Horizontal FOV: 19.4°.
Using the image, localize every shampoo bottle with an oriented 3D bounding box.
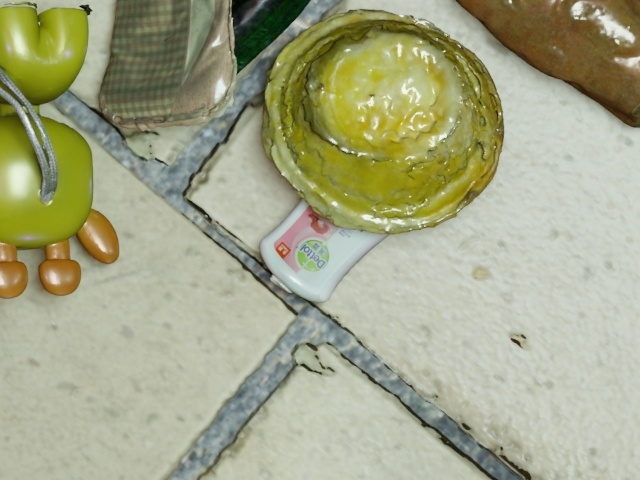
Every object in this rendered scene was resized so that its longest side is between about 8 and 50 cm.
[{"bbox_3d":[0.000,0.000,1.449,0.072,0.043,0.099,43,95,6],"label":"shampoo bottle"}]

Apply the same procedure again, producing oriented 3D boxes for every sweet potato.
[{"bbox_3d":[0.183,-0.167,1.400,0.252,0.097,0.097,32,94,4],"label":"sweet potato"}]

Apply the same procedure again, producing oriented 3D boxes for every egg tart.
[{"bbox_3d":[0.049,-0.097,1.408,0.191,0.074,0.191,1,71,-3],"label":"egg tart"}]

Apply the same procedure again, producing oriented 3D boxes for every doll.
[{"bbox_3d":[-0.222,-0.066,1.435,0.143,0.135,0.220,1,85,-31],"label":"doll"}]

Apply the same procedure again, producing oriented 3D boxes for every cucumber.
[{"bbox_3d":[-0.019,-0.216,1.446,0.056,0.056,0.284,40,98,5],"label":"cucumber"}]

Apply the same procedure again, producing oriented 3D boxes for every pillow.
[{"bbox_3d":[-0.113,-0.189,1.437,0.135,0.034,0.211,-3,81,31],"label":"pillow"}]
